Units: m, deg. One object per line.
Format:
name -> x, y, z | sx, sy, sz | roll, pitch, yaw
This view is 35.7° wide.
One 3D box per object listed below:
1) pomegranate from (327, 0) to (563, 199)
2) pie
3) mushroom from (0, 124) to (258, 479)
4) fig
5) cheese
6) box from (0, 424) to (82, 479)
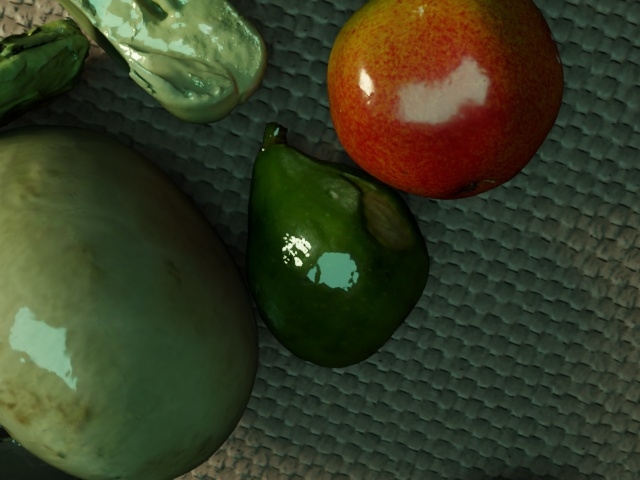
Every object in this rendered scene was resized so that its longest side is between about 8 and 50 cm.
pomegranate -> 0.111, -0.166, 0.940 | 0.220, 0.221, 0.257 | -16, 91, 7
pie -> -0.339, -0.123, 0.932 | 0.306, 0.306, 0.071 | -25, 104, 9
mushroom -> -0.232, 0.073, 0.934 | 0.294, 0.362, 0.362 | -36, 98, 11
fig -> 0.000, 0.000, 0.996 | 0.195, 0.195, 0.245 | -39, 85, 11
cheese -> -0.165, -0.226, 0.937 | 0.127, 0.233, 0.266 | -45, 99, 1
box -> -0.385, 0.272, 1.152 | 0.212, 0.042, 0.201 | 23, 103, -2
